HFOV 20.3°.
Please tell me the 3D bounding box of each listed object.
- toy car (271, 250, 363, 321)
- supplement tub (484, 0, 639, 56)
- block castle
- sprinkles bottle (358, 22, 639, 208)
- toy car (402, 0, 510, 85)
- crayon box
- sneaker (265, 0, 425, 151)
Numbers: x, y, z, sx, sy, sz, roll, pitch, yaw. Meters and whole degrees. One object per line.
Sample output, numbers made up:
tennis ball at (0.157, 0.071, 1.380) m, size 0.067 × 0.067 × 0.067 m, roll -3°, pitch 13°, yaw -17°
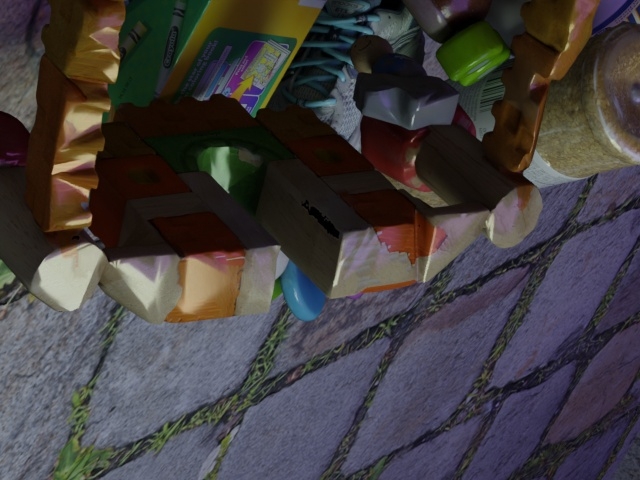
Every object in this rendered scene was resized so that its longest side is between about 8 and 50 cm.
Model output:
toy car at (0.000, 0.000, 1.766) m, size 0.182 × 0.136 × 0.159 m, roll -54°, pitch 158°, yaw 7°
supplement tub at (0.241, -0.274, 1.678) m, size 0.235 × 0.235 × 0.325 m, roll -56°, pitch 157°, yaw 12°
block castle at (-0.038, -0.135, 1.233) m, size 0.453 × 0.213 × 0.303 m, roll -8°, pitch 125°, yaw -34°
sprinkles bottle at (0.160, -0.097, 1.589) m, size 0.121 × 0.121 × 0.355 m, roll -35°, pitch -167°, yaw -35°
toy car at (0.149, -0.243, 1.468) m, size 0.188 × 0.155 × 0.149 m, roll -34°, pitch 176°, yaw 10°
crayon box at (-0.104, -0.145, 1.425) m, size 0.278 × 0.081 × 0.165 m, roll -59°, pitch 156°, yaw 17°
sneaker at (0.007, -0.161, 1.571) m, size 0.283 × 0.110 × 0.122 m, roll -55°, pitch 157°, yaw -45°
